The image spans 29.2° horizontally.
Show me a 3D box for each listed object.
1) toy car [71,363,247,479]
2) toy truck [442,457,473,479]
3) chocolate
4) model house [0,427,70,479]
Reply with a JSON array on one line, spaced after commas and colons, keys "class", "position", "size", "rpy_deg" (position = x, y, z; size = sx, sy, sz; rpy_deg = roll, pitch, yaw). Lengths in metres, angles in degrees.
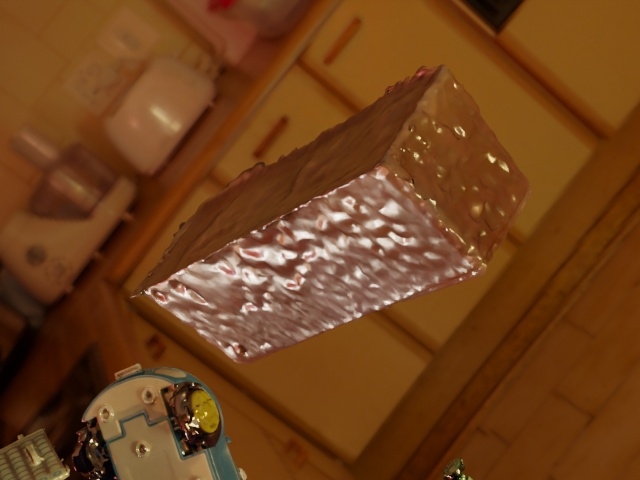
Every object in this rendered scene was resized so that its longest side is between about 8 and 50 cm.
[{"class": "toy car", "position": [-0.169, 0.301, 1.508], "size": [0.198, 0.314, 0.166], "rpy_deg": [-26, -11, 23]}, {"class": "toy truck", "position": [0.165, 0.338, 1.476], "size": [0.078, 0.080, 0.154], "rpy_deg": [-40, 12, 18]}, {"class": "chocolate", "position": [0.000, 0.000, 0.852], "size": [0.321, 0.112, 0.112], "rpy_deg": [-26, 25, 51]}, {"class": "model house", "position": [-0.369, 0.358, 1.389], "size": [0.224, 0.215, 0.198], "rpy_deg": [-26, 13, -18]}]
